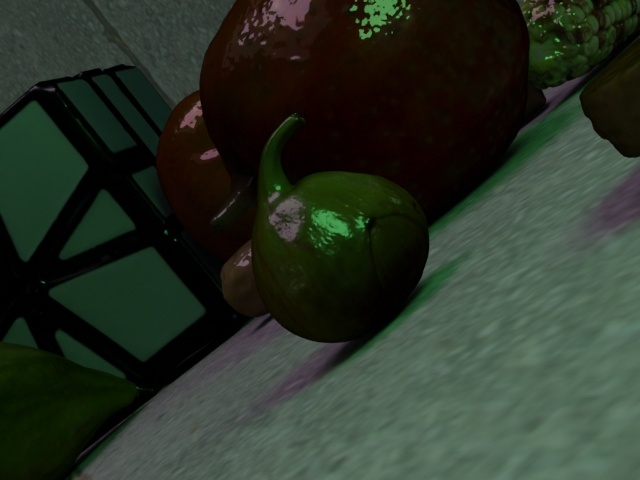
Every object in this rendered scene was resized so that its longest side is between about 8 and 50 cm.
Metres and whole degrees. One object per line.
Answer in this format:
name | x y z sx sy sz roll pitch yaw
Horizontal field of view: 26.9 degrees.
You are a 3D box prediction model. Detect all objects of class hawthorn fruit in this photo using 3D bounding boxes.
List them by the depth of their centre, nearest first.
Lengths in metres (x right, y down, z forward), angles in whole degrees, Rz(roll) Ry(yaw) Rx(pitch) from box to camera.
hawthorn fruit | 0.017 -0.095 0.875 0.249 0.215 0.215 -37 3 -4
hawthorn fruit | -0.045 -0.052 1.217 0.196 0.196 0.225 -39 -12 -11

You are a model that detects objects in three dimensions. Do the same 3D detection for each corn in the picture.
corn | 0.213 -0.189 1.007 0.086 0.086 0.253 -35 5 46

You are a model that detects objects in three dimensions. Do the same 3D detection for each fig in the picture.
fig | 0.000 0.000 0.625 0.084 0.098 0.082 -50 3 12
fig | -0.273 0.145 1.097 0.167 0.167 0.233 -35 12 50

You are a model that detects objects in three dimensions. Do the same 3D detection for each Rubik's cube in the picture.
Rubik's cube | -0.238 0.021 1.325 0.288 0.293 0.283 -36 6 12

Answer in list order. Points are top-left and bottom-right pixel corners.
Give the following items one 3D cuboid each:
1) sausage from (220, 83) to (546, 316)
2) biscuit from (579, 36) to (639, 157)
sausage | 0.044 -0.041 1.047 0.301 0.066 0.066 -36 4 13
biscuit | 0.207 -0.123 0.481 0.301 0.049 0.197 -40 -1 -21
